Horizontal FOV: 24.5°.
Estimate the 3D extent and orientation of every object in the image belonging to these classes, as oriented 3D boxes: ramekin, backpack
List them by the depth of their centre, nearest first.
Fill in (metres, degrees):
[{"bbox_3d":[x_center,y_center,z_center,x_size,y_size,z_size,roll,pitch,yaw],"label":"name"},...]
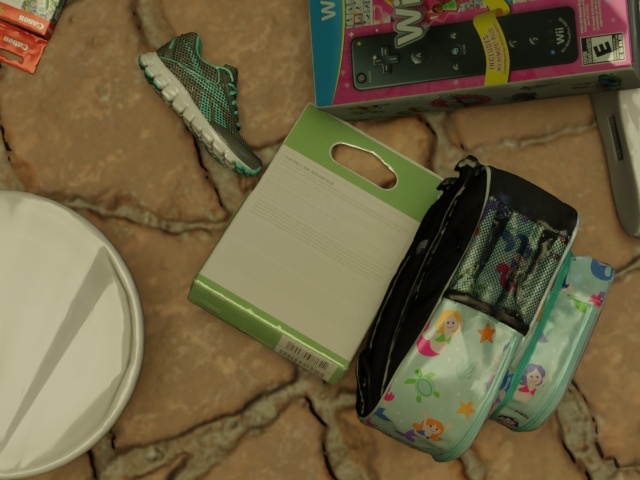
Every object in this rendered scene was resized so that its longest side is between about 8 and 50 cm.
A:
[{"bbox_3d":[0.140,0.082,1.361,0.191,0.225,0.253,32,79,-2],"label":"backpack"},{"bbox_3d":[-0.297,0.090,1.414,0.273,0.127,0.273,0,86,0],"label":"ramekin"}]

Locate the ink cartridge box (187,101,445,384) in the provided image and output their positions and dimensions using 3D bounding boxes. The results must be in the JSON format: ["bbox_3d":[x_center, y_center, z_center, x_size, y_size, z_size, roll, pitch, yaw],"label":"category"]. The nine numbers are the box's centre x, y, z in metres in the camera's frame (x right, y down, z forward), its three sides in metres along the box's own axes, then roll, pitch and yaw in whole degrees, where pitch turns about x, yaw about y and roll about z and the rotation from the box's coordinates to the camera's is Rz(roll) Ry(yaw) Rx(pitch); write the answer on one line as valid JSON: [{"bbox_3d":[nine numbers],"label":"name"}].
[{"bbox_3d":[0.000,0.000,1.457,0.171,0.056,0.235,30,63,1],"label":"ink cartridge box"}]

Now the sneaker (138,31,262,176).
[{"bbox_3d":[-0.105,-0.139,1.461,0.076,0.065,0.166,-40,89,-6],"label":"sneaker"}]

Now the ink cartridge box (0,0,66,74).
[{"bbox_3d":[-0.296,-0.233,1.482,0.063,0.029,0.115,22,86,1],"label":"ink cartridge box"}]

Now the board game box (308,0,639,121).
[{"bbox_3d":[0.143,-0.243,1.402,0.303,0.097,0.224,-6,85,20],"label":"board game box"}]

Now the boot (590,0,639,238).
[{"bbox_3d":[0.343,-0.135,1.454,0.123,0.095,0.258,-9,91,-11],"label":"boot"}]
